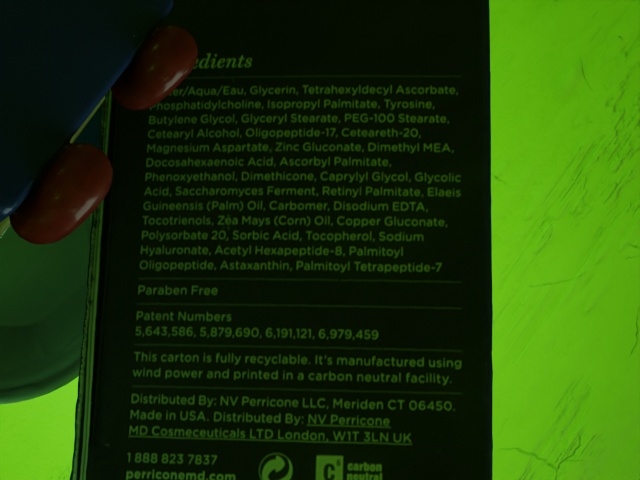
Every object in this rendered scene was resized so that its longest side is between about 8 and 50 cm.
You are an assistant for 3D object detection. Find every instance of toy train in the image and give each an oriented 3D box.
[{"bbox_3d":[-0.133,-0.085,0.426,0.143,0.105,0.248,-27,-153,36],"label":"toy train"}]

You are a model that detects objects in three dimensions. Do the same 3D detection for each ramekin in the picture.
[{"bbox_3d":[-0.268,0.020,0.796,0.207,0.207,0.109,-51,-155,7],"label":"ramekin"}]

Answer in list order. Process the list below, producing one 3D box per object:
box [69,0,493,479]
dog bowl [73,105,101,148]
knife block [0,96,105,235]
[{"bbox_3d":[0.000,0.000,0.894,0.480,0.297,0.472,63,27,-78],"label":"box"},{"bbox_3d":[-0.271,-0.067,0.918,0.297,0.166,0.074,-53,-176,-1],"label":"dog bowl"},{"bbox_3d":[-0.187,-0.070,0.550,0.242,0.088,0.276,-53,-166,3],"label":"knife block"}]
